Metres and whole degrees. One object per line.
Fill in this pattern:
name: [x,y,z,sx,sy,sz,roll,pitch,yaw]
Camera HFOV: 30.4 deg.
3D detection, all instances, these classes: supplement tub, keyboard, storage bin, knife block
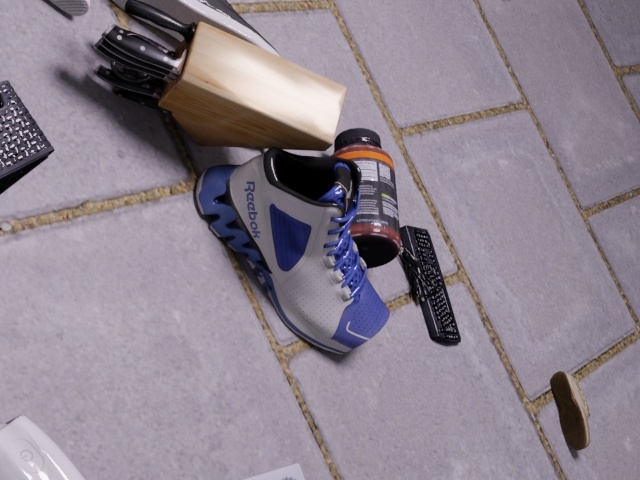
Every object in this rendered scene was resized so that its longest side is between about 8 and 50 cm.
supplement tub: [0.059,-0.065,1.703,0.106,0.106,0.198,26,49,-37]
keyboard: [0.172,0.063,1.807,0.100,0.038,0.192,5,62,-48]
storage bin: [-0.363,-0.068,1.149,0.084,0.180,0.122,56,37,-5]
knife block: [-0.133,-0.209,1.462,0.242,0.275,0.088,51,48,-58]

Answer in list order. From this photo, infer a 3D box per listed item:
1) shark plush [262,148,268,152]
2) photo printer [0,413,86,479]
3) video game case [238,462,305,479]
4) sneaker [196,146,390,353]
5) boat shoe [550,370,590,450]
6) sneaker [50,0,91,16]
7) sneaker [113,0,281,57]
shark plush: [-0.103,-0.162,1.648,0.161,0.073,0.067,-5,49,-29]
photo printer: [-0.263,0.285,0.929,0.107,0.307,0.256,-31,92,-53]
video game case: [-0.054,0.365,1.357,0.173,0.022,0.190,-4,70,-50]
sneaker: [-0.001,-0.001,1.527,0.315,0.182,0.127,48,40,-16]
boat shoe: [0.423,0.281,1.944,0.045,0.050,0.135,12,58,-39]
sneaker: [-0.339,-0.345,1.470,0.134,0.051,0.070,38,41,-32]
sneaker: [-0.149,-0.330,1.633,0.295,0.104,0.147,32,50,-27]
